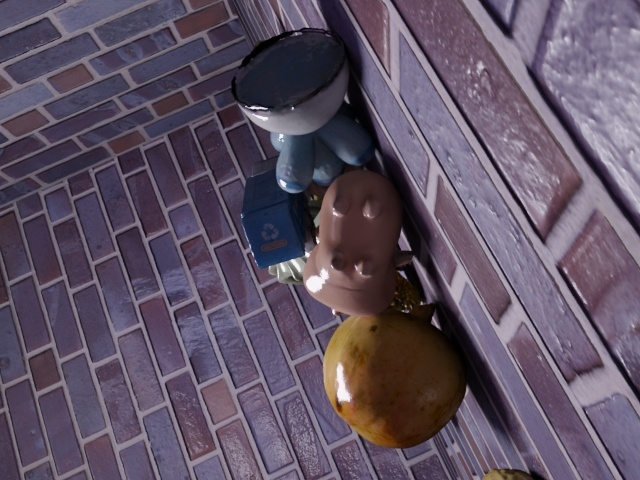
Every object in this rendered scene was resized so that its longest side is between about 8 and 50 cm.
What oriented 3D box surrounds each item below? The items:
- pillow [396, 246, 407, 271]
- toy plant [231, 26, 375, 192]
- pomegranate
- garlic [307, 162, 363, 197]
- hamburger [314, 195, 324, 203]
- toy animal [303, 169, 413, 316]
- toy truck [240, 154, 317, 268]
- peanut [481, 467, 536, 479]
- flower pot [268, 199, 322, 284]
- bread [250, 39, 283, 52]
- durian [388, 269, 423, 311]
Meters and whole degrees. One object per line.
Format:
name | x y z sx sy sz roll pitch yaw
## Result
pillow | 0.179 0.029 1.699 0.126 0.043 0.232 60 175 1
toy plant | -0.018 -0.233 1.299 0.247 0.247 0.332 64 -179 40
pomegranate | 0.170 0.284 1.425 0.342 0.342 0.343 156 90 -88
garlic | 0.008 -0.213 1.551 0.191 0.160 0.214 69 176 -54
hamburger | 0.050 -0.108 1.967 0.243 0.138 0.262 80 165 -84
toy animal | 0.074 0.009 1.344 0.269 0.237 0.326 -37 -39 -72
toy truck | -0.099 -0.076 1.554 0.367 0.146 0.175 -95 -15 -54
peanut | 0.368 0.507 1.153 0.305 0.147 0.147 -119 5 -78
flower pot | 0.000 0.000 1.751 0.367 0.164 0.254 0 84 52
bread | -0.110 -0.479 1.943 0.152 0.129 0.268 56 173 48
durian | 0.183 0.123 1.603 0.182 0.165 0.132 -16 75 59
